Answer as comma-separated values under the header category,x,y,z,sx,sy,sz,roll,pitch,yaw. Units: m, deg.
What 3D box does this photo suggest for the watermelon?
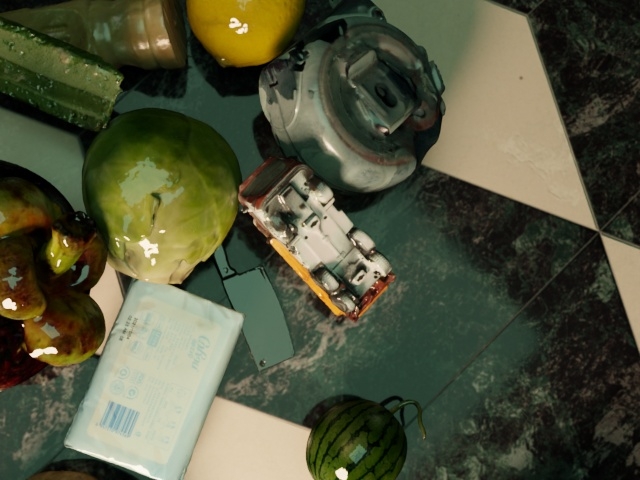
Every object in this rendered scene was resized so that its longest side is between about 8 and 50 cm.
category,x,y,z,sx,sy,sz,roll,pitch,yaw
watermelon,0.067,0.291,1.333,0.187,0.141,0.140,-40,89,-22

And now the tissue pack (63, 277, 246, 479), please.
category,x,y,z,sx,sy,sz,roll,pitch,yaw
tissue pack,-0.235,0.199,1.330,0.177,0.089,0.263,21,80,-2

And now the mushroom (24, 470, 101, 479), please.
category,x,y,z,sx,sy,sz,roll,pitch,yaw
mushroom,-0.348,0.456,1.260,0.278,0.146,0.278,0,86,1

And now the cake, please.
category,x,y,z,sx,sy,sz,roll,pitch,yaw
cake,-0.373,-0.231,1.288,0.235,0.099,0.100,23,97,8

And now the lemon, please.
category,x,y,z,sx,sy,sz,roll,pitch,yaw
lemon,-0.112,-0.351,1.362,0.178,0.178,0.203,21,84,-4

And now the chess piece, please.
category,x,y,z,sx,sy,sz,roll,pitch,yaw
chess piece,-0.355,-0.303,1.370,0.301,0.137,0.137,-6,84,6

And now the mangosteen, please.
category,x,y,z,sx,sy,sz,roll,pitch,yaw
mangosteen,-0.436,0.047,1.218,0.330,0.330,0.330,1,83,-6

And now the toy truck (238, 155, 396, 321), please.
category,x,y,z,sx,sy,sz,roll,pitch,yaw
toy truck,0.000,0.000,1.313,0.114,0.135,0.270,-46,121,-10

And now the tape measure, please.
category,x,y,z,sx,sy,sz,roll,pitch,yaw
tape measure,0.050,-0.204,1.342,0.275,0.147,0.256,51,60,-13

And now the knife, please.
category,x,y,z,sx,sy,sz,roll,pitch,yaw
knife,-0.110,0.074,1.397,0.072,0.019,0.245,-24,90,-10

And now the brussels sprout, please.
category,x,y,z,sx,sy,sz,roll,pitch,yaw
brussels sprout,-0.227,-0.066,1.297,0.244,0.244,0.244,1,83,-6
